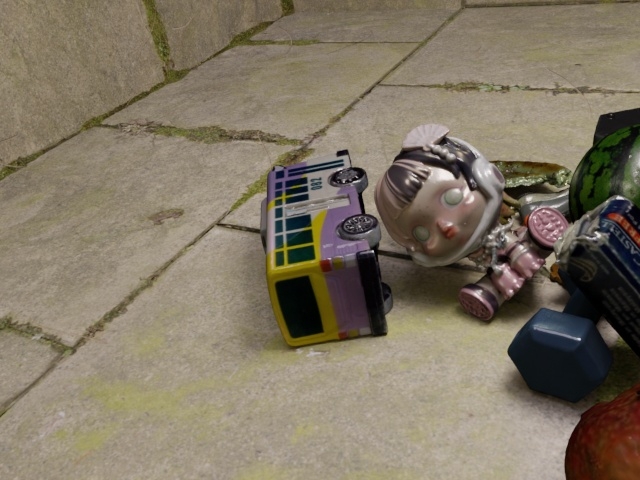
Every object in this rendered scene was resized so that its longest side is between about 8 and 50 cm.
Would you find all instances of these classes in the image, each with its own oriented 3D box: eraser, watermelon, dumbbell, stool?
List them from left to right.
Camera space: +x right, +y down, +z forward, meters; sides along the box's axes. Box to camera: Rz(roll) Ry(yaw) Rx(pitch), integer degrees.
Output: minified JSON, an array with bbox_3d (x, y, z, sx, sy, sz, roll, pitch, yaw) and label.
[{"bbox_3d":[0.447,0.124,1.092,0.144,0.156,0.316,-21,15,49],"label":"dumbbell"},{"bbox_3d":[0.763,-0.221,1.531,0.232,0.141,0.232,-8,32,5],"label":"stool"},{"bbox_3d":[0.627,-0.086,1.240,0.286,0.285,0.285,-8,33,5],"label":"watermelon"},{"bbox_3d":[0.511,0.093,0.981,0.332,0.101,0.155,49,52,5],"label":"eraser"}]

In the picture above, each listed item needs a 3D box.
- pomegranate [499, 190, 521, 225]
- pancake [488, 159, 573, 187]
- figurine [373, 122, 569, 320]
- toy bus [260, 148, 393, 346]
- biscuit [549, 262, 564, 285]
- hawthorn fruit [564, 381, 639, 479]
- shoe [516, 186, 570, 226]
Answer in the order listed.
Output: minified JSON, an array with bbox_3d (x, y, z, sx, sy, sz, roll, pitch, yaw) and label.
[{"bbox_3d":[0.299,-0.111,1.437,0.277,0.204,0.221,6,55,28],"label":"pomegranate"},{"bbox_3d":[0.441,-0.164,1.564,0.377,0.054,0.197,6,22,44],"label":"pancake"},{"bbox_3d":[0.268,-0.037,1.235,0.361,0.253,0.211,39,13,5],"label":"figurine"},{"bbox_3d":[0.000,0.000,1.360,0.250,0.209,0.439,-11,34,3],"label":"toy bus"},{"bbox_3d":[0.506,0.065,1.283,0.092,0.016,0.082,-12,27,-3],"label":"biscuit"},{"bbox_3d":[0.458,0.312,0.706,0.285,0.284,0.369,-29,55,-25],"label":"hawthorn fruit"},{"bbox_3d":[0.541,-0.068,1.441,0.195,0.074,0.077,-5,52,7],"label":"shoe"}]
